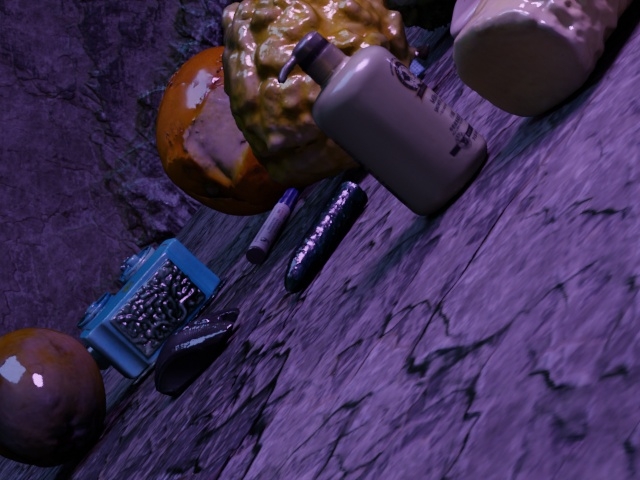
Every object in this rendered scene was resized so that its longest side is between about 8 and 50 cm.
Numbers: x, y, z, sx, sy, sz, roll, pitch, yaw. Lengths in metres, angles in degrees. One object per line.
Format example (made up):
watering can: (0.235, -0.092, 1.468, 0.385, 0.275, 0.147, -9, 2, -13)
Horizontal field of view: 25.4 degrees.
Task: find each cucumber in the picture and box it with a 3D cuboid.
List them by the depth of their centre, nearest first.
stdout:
cucumber: (0.000, 0.000, 1.342, 0.133, 0.032, 0.032, -55, 10, -30)

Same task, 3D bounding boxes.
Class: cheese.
cheese: (0.176, -0.177, 1.014, 0.123, 0.094, 0.167, -17, 35, 57)

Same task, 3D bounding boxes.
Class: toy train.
toy train: (-0.232, 0.091, 1.898, 0.203, 0.112, 0.163, -52, 12, -14)

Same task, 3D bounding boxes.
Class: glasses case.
glasses case: (0.178, -0.245, 1.481, 0.083, 0.050, 0.196, -44, 8, 17)

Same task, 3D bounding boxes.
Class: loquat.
loquat: (-0.362, 0.201, 1.819, 0.179, 0.179, 0.227, -51, 14, -16)

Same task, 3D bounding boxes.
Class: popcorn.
popcorn: (0.002, -0.183, 1.581, 0.225, 0.249, 0.249, -18, 4, -9)

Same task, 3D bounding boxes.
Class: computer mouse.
computer mouse: (-0.136, 0.112, 1.495, 0.135, 0.047, 0.079, -42, 11, 29)

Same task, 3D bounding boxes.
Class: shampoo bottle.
shampoo bottle: (0.045, -0.096, 1.069, 0.079, 0.162, 0.079, -47, 8, 8)

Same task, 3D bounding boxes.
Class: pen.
pen: (-0.058, -0.021, 1.800, 0.025, 0.025, 0.204, -45, 8, 26)

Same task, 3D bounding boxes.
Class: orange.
orange: (-0.110, -0.150, 1.940, 0.240, 0.240, 0.240, -47, 8, 9)

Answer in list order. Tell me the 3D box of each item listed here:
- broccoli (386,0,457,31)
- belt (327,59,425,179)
broccoli: (0.109, -0.398, 1.773, 0.308, 0.308, 0.275, -43, 14, 38)
belt: (0.051, -0.159, 1.731, 0.179, 0.065, 0.100, -48, -2, 7)
